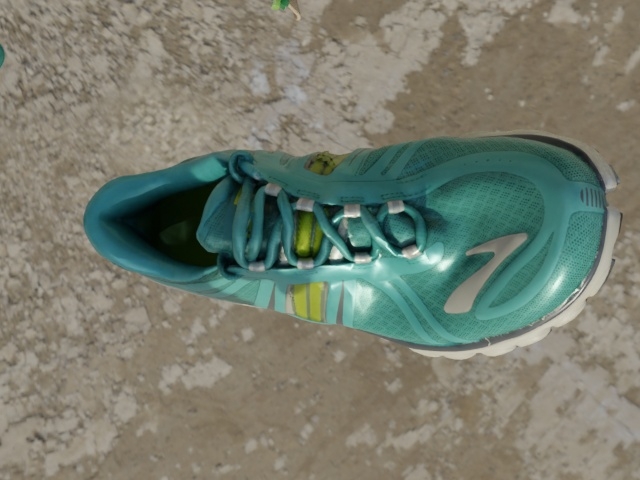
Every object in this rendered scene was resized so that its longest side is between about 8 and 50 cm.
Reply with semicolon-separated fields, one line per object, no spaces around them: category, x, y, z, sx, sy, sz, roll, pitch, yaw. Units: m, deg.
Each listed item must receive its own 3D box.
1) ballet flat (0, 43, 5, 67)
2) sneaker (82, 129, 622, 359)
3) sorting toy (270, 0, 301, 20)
ballet flat;-0.434;-0.172;1.025;0.188;0.070;0.070;-56;130;-42
sneaker;0.000;0.000;0.431;0.110;0.275;0.107;8;82;-52
sorting toy;-0.028;-0.178;0.620;0.012;0.083;0.062;-23;146;18
